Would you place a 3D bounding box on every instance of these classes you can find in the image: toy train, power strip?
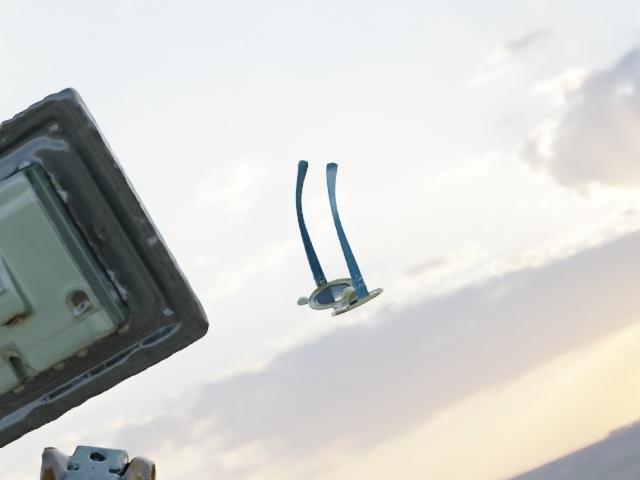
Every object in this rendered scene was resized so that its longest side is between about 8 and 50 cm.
[{"bbox_3d":[-0.330,0.440,1.872,0.163,0.232,0.369,7,26,0],"label":"toy train"},{"bbox_3d":[-0.265,0.033,1.196,0.257,0.251,0.092,-30,-2,15],"label":"power strip"}]

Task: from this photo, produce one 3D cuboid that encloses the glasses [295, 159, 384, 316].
[{"bbox_3d":[0.029,-0.005,1.929,0.088,0.221,0.189,-3,5,-18],"label":"glasses"}]
